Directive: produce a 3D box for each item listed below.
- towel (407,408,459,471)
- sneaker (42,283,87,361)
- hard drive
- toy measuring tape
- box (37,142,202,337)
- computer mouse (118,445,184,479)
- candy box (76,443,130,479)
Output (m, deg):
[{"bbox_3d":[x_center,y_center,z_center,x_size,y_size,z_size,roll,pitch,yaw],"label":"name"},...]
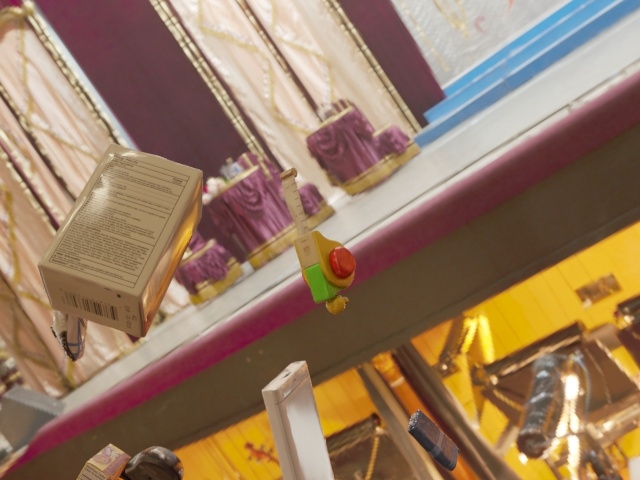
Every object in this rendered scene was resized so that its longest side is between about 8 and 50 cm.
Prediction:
[{"bbox_3d":[0.216,0.386,1.474,0.029,0.119,0.067,-41,6,29],"label":"towel"},{"bbox_3d":[-0.459,0.141,1.430,0.086,0.085,0.237,-25,-36,-31],"label":"sneaker"},{"bbox_3d":[-0.044,0.490,1.830,0.047,0.352,0.233,-12,4,17],"label":"hard drive"},{"bbox_3d":[0.000,0.000,1.676,0.121,0.330,0.121,-17,-9,-3],"label":"toy measuring tape"},{"bbox_3d":[-0.279,-0.002,1.106,0.126,0.149,0.232,103,-174,-55],"label":"box"},{"bbox_3d":[-0.427,0.574,1.935,0.272,0.188,0.072,-32,17,46],"label":"computer mouse"},{"bbox_3d":[-0.426,0.472,1.390,0.186,0.053,0.109,-58,-4,5],"label":"candy box"}]
